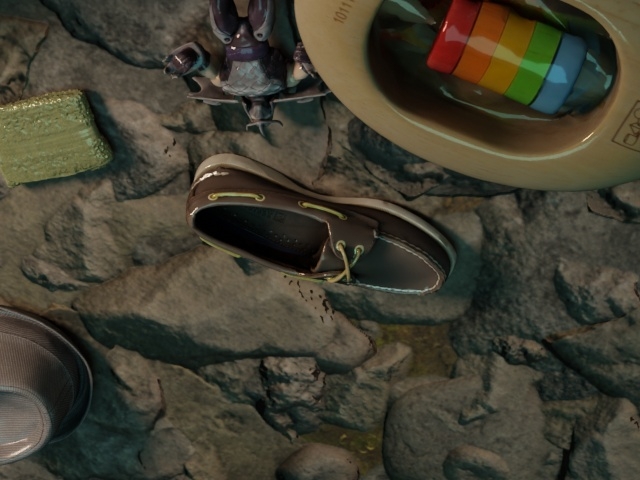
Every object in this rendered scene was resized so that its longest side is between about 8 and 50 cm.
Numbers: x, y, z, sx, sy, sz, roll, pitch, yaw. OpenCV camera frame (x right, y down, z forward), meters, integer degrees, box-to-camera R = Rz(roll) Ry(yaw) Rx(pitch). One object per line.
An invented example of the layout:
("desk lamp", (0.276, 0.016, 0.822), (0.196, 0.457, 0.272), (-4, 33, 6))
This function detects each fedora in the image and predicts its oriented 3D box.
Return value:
("fedora", (-0.432, 0.202, 2.177), (0.276, 0.124, 0.243), (2, 125, 8))

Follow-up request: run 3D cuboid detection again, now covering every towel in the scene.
("towel", (-0.324, -0.121, 1.991), (0.148, 0.027, 0.110), (-12, 121, 18))

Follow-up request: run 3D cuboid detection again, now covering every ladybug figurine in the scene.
("ladybug figurine", (0.195, -0.215, 1.755), (0.449, 0.162, 0.305), (24, 125, -7))

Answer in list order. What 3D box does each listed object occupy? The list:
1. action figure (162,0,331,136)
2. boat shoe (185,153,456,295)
("action figure", (-0.084, -0.228, 1.835), (0.185, 0.099, 0.285), (-7, 128, 3))
("boat shoe", (0.000, 0.000, 1.979), (0.324, 0.096, 0.116), (21, 125, -6))
